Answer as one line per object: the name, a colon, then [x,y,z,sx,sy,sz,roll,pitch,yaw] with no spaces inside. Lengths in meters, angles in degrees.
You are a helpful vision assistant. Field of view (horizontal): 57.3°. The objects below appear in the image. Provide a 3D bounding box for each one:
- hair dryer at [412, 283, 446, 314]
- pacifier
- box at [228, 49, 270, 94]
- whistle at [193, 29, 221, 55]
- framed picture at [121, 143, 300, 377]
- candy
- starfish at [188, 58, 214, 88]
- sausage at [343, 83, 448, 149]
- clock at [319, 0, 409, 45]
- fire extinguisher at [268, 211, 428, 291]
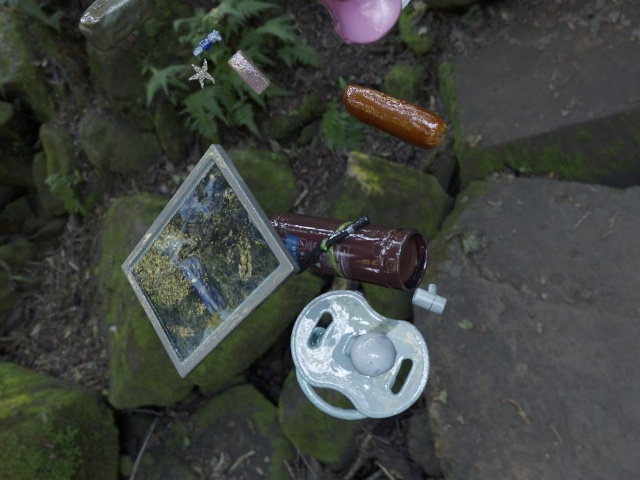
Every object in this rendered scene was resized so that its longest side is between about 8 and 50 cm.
hair dryer: [0.300,0.149,1.612,0.137,0.082,0.047,-55,-14,-68]
pacifier: [0.093,0.270,1.330,0.288,0.343,0.269,-63,0,-11]
box: [-0.182,-0.432,1.507,0.048,0.115,0.025,-39,15,24]
whistle: [-0.285,-0.494,1.475,0.083,0.029,0.033,-37,79,13]
framed picture: [-0.191,0.042,0.930,0.324,0.020,0.241,-43,71,31]
candy: [-0.576,-0.641,1.666,0.102,0.104,0.234,20,57,28]
starfish: [-0.370,-0.528,1.851,0.086,0.092,0.016,-59,1,-1]
sausage: [0.163,-0.291,1.367,0.300,0.089,0.083,29,82,34]
clock: [-0.006,-0.323,0.632,0.100,0.195,0.194,-38,40,23]
fire extinguisher: [0.000,0.000,0.963,0.341,0.141,0.105,10,42,36]
